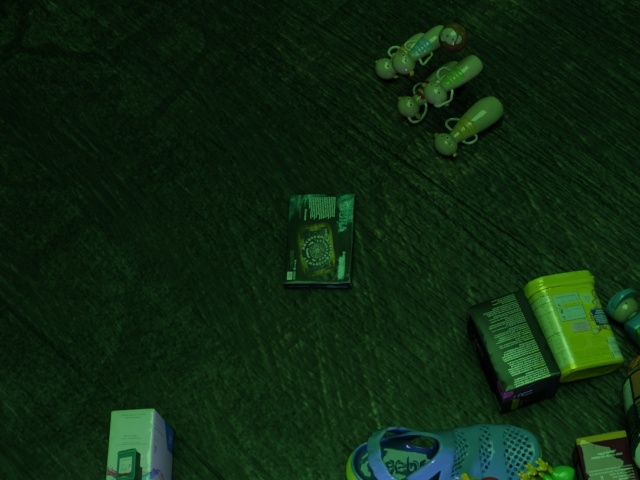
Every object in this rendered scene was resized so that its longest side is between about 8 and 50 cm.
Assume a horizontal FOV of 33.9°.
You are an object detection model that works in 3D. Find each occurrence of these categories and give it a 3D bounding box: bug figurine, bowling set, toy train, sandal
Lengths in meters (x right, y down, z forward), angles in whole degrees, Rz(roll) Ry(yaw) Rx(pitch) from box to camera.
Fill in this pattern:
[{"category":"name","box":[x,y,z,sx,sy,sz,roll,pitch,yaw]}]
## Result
[{"category":"bug figurine","box":[0.323,0.442,1.559,0.216,0.072,0.279,-37,82,29]},{"category":"bowling set","box":[0.204,-0.321,1.980,0.154,0.200,0.287,-38,60,-9]},{"category":"toy train","box":[0.614,0.092,1.765,0.248,0.105,0.143,-37,51,-10]},{"category":"sandal","box":[0.195,0.350,1.673,0.317,0.138,0.126,-8,61,3]}]

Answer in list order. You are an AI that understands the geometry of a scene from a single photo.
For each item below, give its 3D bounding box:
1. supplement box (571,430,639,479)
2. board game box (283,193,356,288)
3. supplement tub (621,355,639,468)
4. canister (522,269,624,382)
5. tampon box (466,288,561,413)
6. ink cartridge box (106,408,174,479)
[{"category":"supplement box","box":[0.452,0.403,1.623,0.081,0.104,0.188,-11,62,5]},{"category":"board game box","box":[0.000,0.000,1.940,0.126,0.026,0.186,0,63,8]},{"category":"supplement tub","box":[0.533,0.267,1.628,0.117,0.117,0.190,1,34,9]},{"category":"canister","box":[0.425,0.145,1.764,0.126,0.073,0.170,-7,63,-17]},{"category":"tampon box","box":[0.318,0.186,1.743,0.101,0.120,0.161,-18,62,-2]},{"category":"ink cartridge box","box":[-0.298,0.407,1.721,0.078,0.134,0.231,-4,64,6]}]
